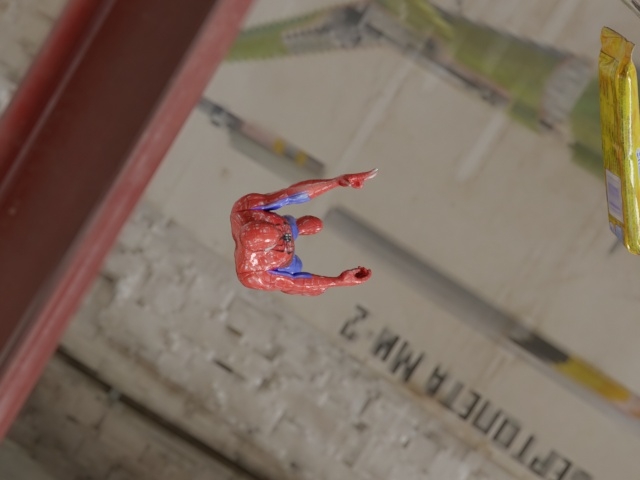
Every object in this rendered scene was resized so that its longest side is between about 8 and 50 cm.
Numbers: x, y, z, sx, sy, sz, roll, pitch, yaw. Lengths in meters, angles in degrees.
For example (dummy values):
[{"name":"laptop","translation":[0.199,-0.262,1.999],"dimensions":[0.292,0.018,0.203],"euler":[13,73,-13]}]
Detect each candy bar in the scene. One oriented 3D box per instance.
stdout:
[{"name":"candy bar","translation":[0.197,-0.061,1.076],"dimensions":[0.040,0.018,0.161],"euler":[-130,24,-55]}]

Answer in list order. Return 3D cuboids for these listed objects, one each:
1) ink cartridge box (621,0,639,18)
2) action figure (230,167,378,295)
[{"name":"ink cartridge box","translation":[0.183,-0.197,0.949],"dimensions":[0.160,0.092,0.219],"euler":[41,-167,-31]},{"name":"action figure","translation":[0.000,0.000,1.437],"dimensions":[0.139,0.091,0.280],"euler":[-8,175,10]}]
